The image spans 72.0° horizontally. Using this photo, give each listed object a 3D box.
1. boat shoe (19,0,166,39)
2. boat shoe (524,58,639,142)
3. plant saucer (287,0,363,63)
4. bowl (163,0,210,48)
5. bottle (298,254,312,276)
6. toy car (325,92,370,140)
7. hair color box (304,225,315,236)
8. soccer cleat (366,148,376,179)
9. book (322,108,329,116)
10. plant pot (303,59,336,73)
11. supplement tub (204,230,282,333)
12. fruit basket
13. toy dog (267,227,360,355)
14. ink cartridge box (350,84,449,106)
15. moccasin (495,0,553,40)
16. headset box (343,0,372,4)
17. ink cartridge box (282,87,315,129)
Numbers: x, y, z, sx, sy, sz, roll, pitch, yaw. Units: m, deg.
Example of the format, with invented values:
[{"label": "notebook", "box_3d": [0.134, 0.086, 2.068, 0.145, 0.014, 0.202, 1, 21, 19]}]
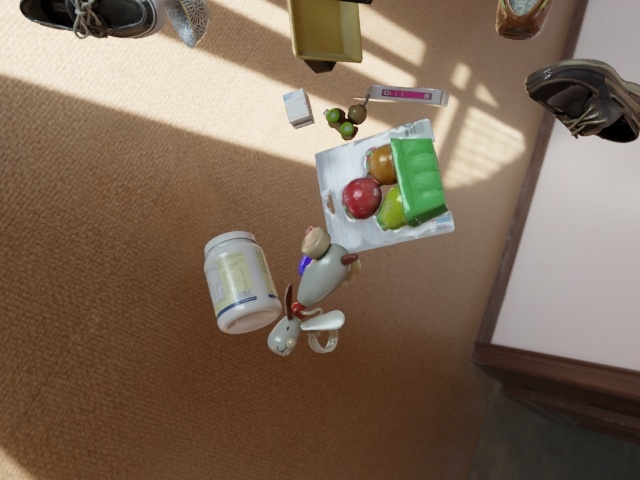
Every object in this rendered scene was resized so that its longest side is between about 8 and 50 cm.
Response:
[{"label": "boat shoe", "box_3d": [-0.469, -0.471, 0.897, 0.105, 0.306, 0.113, -61, 162, -51]}, {"label": "boat shoe", "box_3d": [0.620, -0.306, 1.001, 0.356, 0.132, 0.130, 6, 76, -21]}, {"label": "plant saucer", "box_3d": [0.001, -0.811, 1.587, 0.333, 0.081, 0.332, -15, 104, -39]}, {"label": "bowl", "box_3d": [-0.354, -0.622, 1.201, 0.080, 0.170, 0.170, -32, 109, -19]}, {"label": "bottle", "box_3d": [-0.016, 0.090, 1.549, 0.092, 0.283, 0.118, 29, 86, 4]}, {"label": "toy car", "box_3d": [0.127, -0.512, 1.767, 0.149, 0.155, 0.188, 44, 95, -1]}, {"label": "hair color box", "box_3d": [0.000, 0.000, 1.783, 0.072, 0.141, 0.043, 23, 105, -41]}, {"label": "soccer cleat", "box_3d": [0.155, -0.249, 1.626, 0.095, 0.248, 0.083, -14, 65, -21]}, {"label": "book", "box_3d": [0.079, -0.572, 2.142, 0.144, 0.035, 0.096, 18, 35, -58]}, {"label": "plant pot", "box_3d": [-0.007, -0.836, 1.857, 0.167, 0.187, 0.188, 26, 95, -27]}, {"label": "supplement tub", "box_3d": [-0.295, 0.153, 1.625, 0.235, 0.235, 0.324, 1, 56, -38]}, {"label": "fruit basket", "box_3d": [0.172, -0.142, 1.255, 0.165, 0.353, 0.326, 10, 67, -63]}, {"label": "toy dog", "box_3d": [0.002, 0.133, 1.096, 0.220, 0.161, 0.333, 14, 82, -27]}, {"label": "ink cartridge box", "box_3d": [0.328, -0.596, 1.813, 0.176, 0.371, 0.069, -29, 126, -63]}, {"label": "moccasin", "box_3d": [0.414, -0.592, 0.836, 0.147, 0.139, 0.380, -2, 111, -71]}, {"label": "headset box", "box_3d": [0.045, -0.841, 1.282, 0.283, 0.131, 0.246, -12, 76, -32]}, {"label": "ink cartridge box", "box_3d": [-0.087, -0.533, 1.821, 0.090, 0.092, 0.143, 20, 56, -74]}]
